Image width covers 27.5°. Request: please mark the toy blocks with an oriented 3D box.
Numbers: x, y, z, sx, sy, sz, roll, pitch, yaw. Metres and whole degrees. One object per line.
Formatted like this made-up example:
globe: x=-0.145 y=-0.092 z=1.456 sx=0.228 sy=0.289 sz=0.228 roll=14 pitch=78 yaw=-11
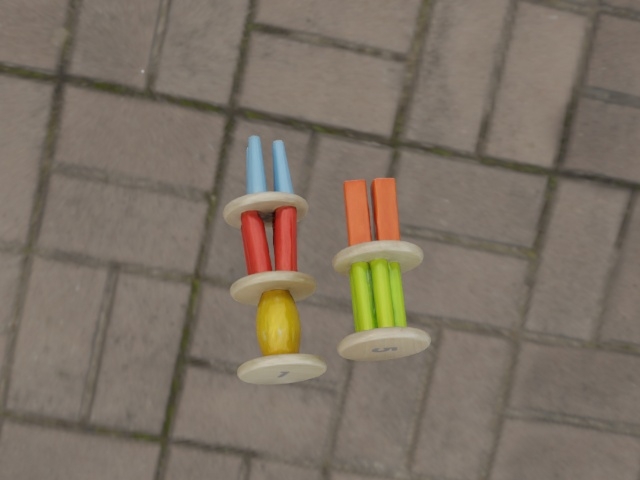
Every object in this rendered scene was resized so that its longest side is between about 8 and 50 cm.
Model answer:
toy blocks: x=0.000 y=0.000 z=0.765 sx=0.123 sy=0.054 sz=0.148 roll=-17 pitch=69 yaw=28
